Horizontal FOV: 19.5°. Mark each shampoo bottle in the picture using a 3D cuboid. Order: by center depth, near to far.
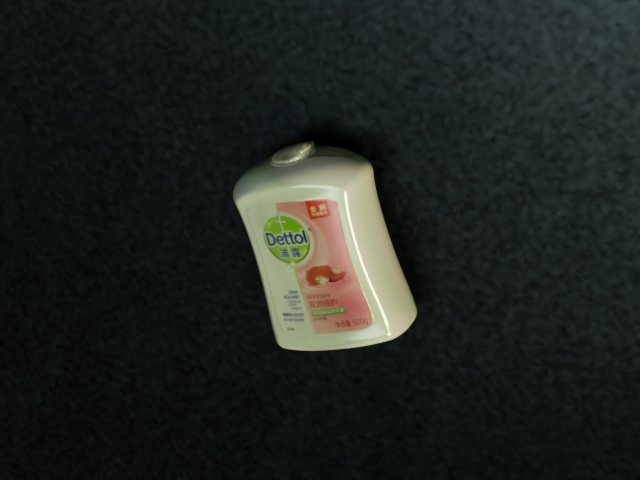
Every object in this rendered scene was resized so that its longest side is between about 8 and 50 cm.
[{"bbox_3d":[0.000,0.000,0.878,0.072,0.043,0.099,-6,113,27],"label":"shampoo bottle"}]
